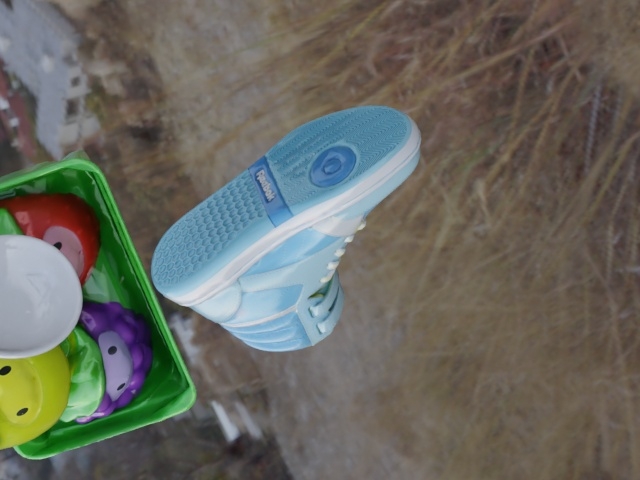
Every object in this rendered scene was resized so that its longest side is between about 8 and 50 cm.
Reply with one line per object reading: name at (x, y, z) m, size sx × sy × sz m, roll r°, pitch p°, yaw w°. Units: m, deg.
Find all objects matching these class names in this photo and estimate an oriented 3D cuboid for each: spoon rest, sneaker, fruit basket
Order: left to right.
spoon rest at (-0.375, 0.075, 1.064) m, size 0.137 × 0.276 × 0.084 m, roll 65°, pitch 155°, yaw 16°
fruit basket at (-0.332, 0.109, 1.255) m, size 0.392 × 0.283 × 0.392 m, roll -19°, pitch -90°, yaw -89°
sneaker at (0.000, 0.000, 1.140) m, size 0.208 × 0.319 × 0.127 m, roll 45°, pitch -159°, yaw -41°
